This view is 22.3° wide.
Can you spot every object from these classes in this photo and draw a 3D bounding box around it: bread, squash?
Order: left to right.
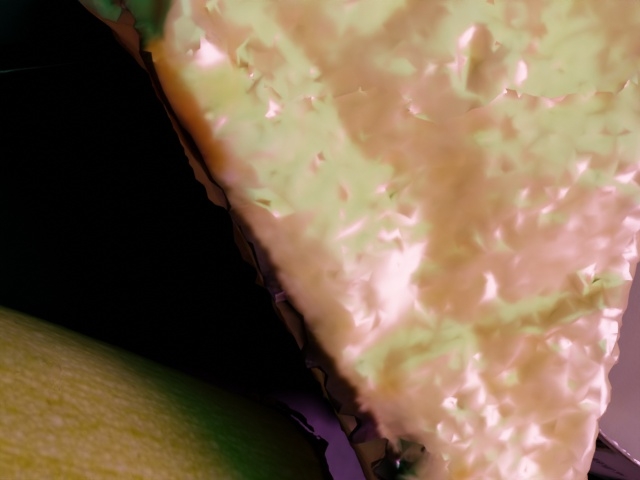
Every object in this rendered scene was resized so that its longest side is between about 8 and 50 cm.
[{"bbox_3d":[-0.124,0.085,0.534,0.247,0.132,0.132,22,73,-36],"label":"squash"},{"bbox_3d":[0.000,0.000,0.577,0.198,0.263,0.236,1,103,-6],"label":"bread"}]

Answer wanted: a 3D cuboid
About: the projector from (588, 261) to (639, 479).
[{"bbox_3d":[0.186,0.050,0.798,0.269,0.088,0.194,23,74,-32],"label":"projector"}]
